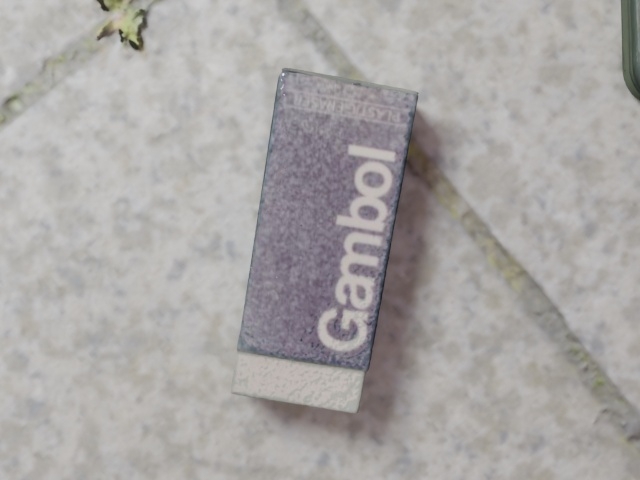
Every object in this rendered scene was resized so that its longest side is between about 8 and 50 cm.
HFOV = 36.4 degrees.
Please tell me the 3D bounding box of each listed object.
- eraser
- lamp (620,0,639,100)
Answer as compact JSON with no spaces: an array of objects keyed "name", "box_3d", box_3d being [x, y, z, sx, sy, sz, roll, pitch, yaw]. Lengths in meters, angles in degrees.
[{"name":"eraser","box_3d":[0.000,0.000,0.641,0.091,0.046,0.213,10,94,-3]},{"name":"lamp","box_3d":[0.330,-0.227,0.640,0.269,0.047,0.267,-4,93,-2]}]
